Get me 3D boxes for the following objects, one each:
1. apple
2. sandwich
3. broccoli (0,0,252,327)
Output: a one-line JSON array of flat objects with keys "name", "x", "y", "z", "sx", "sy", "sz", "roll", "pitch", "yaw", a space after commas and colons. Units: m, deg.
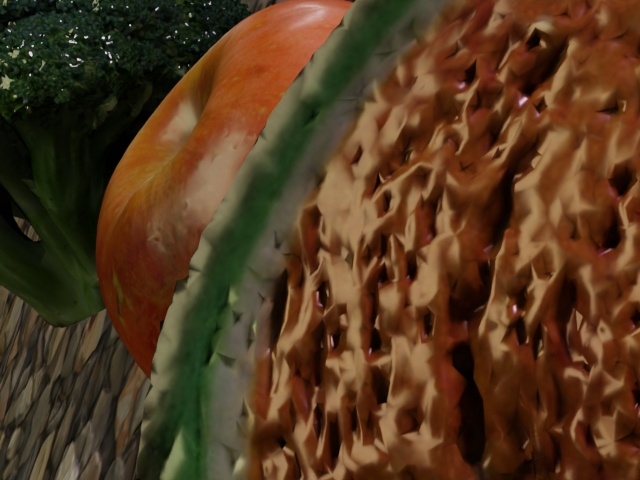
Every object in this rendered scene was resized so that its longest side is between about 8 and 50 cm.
[{"name": "apple", "x": 0.000, "y": 0.000, "z": 0.546, "sx": 0.163, "sy": 0.139, "sz": 0.163, "roll": -47, "pitch": 19, "yaw": 22}, {"name": "sandwich", "x": 0.064, "y": -0.010, "z": 0.401, "sx": 0.159, "sy": 0.079, "sz": 0.235, "roll": 22, "pitch": 87, "yaw": 28}, {"name": "broccoli", "x": -0.179, "y": -0.091, "z": 1.041, "sx": 0.308, "sy": 0.275, "sz": 0.308, "roll": -20, "pitch": 14, "yaw": 5}]
